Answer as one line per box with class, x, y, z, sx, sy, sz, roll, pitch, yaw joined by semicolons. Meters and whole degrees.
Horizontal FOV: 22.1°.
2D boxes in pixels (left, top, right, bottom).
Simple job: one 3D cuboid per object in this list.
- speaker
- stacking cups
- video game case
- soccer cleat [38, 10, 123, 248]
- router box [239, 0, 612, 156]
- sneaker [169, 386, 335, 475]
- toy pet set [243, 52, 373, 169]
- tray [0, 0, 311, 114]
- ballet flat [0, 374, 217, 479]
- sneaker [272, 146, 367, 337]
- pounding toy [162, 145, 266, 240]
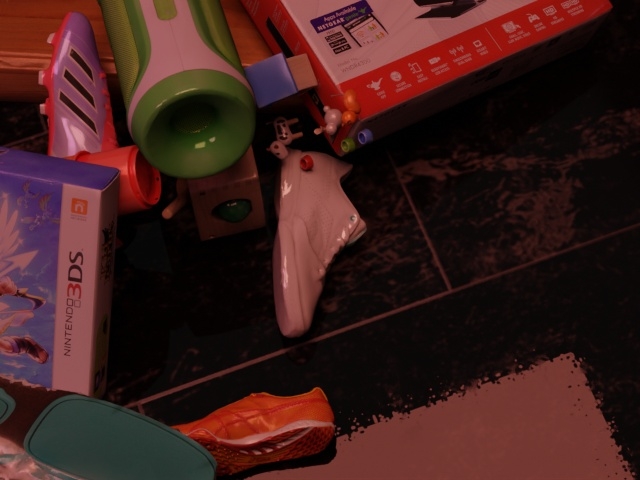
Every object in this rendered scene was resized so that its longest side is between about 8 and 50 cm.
speaker;-0.147;-0.195;1.611;0.131;0.131;0.296;-15;45;-5
stacking cups;-0.311;-0.028;1.617;0.316;0.096;0.096;-8;62;20
video game case;-0.334;0.028;1.572;0.270;0.244;0.061;10;24;8
soccer cleat;-0.240;-0.109;1.682;0.095;0.083;0.248;5;90;2
router box;0.086;-0.285;1.726;0.335;0.082;0.301;-26;74;-24
sneaker;-0.074;0.183;1.583;0.175;0.064;0.067;-7;43;-7
toy pet set;-0.025;-0.126;1.603;0.065;0.122;0.114;-21;89;-35
tray;-0.163;-0.248;1.788;0.411;0.076;0.202;3;63;5
ballet flat;-0.282;0.204;1.540;0.409;0.147;0.147;19;66;13
sneaker;0.000;0.000;1.659;0.094;0.080;0.212;6;62;-8
pounding toy;-0.115;-0.065;1.661;0.100;0.130;0.141;-13;64;-4
